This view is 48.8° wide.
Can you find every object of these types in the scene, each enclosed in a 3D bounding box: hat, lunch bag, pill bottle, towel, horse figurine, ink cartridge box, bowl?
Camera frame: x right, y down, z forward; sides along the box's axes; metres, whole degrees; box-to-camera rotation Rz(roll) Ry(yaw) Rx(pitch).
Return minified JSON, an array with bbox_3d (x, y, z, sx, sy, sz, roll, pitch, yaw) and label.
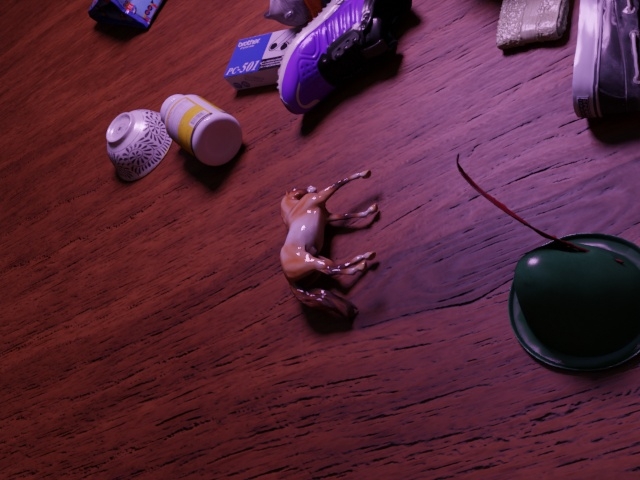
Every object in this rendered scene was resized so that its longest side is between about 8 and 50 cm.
[{"bbox_3d":[0.250,0.030,0.773,0.208,0.183,0.173,9,70,40],"label":"hat"},{"bbox_3d":[-0.507,-0.679,1.844,0.293,0.138,0.221,20,79,52],"label":"lunch bag"},{"bbox_3d":[-0.236,-0.220,1.355,0.103,0.103,0.184,-52,45,-1],"label":"pill bottle"},{"bbox_3d":[0.322,-0.357,1.067,0.110,0.027,0.148,-1,63,38],"label":"towel"},{"bbox_3d":[0.000,0.000,1.068,0.174,0.066,0.263,-13,54,24],"label":"horse figurine"},{"bbox_3d":[-0.086,-0.353,1.363,0.207,0.046,0.097,1,63,38],"label":"ink cartridge box"},{"bbox_3d":[-0.400,-0.218,1.497,0.170,0.080,0.170,-19,54,29],"label":"bowl"}]

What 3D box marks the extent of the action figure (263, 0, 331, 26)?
[{"bbox_3d":[0.005,-0.531,1.252,0.178,0.341,0.330,31,87,18],"label":"action figure"}]

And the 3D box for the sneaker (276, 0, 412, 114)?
[{"bbox_3d":[0.049,-0.334,1.209,0.146,0.102,0.293,34,87,44],"label":"sneaker"}]

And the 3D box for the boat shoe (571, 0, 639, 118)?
[{"bbox_3d":[0.398,-0.306,0.921,0.105,0.113,0.306,2,67,31],"label":"boat shoe"}]
